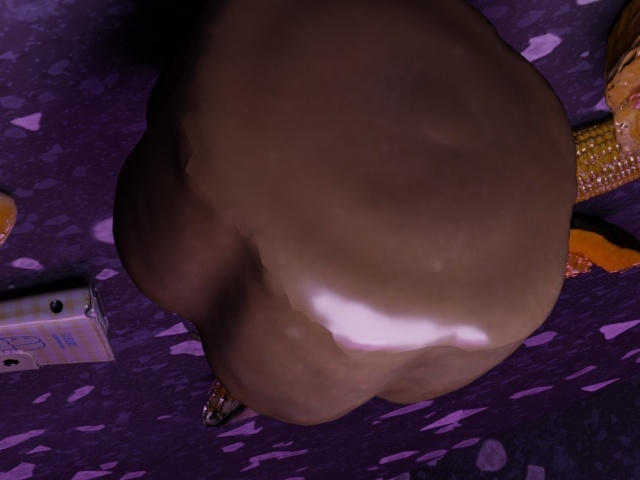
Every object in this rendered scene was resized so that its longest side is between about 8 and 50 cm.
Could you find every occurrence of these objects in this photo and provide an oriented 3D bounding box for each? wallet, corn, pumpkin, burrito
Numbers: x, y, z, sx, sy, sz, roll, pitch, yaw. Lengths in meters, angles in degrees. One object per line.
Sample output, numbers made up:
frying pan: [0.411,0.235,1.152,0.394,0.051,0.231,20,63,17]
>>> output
wallet: [-0.471,0.142,1.786,0.309,0.077,0.223,-9,160,-5]
corn: [0.415,-0.122,1.817,0.318,0.115,0.115,-20,158,3]
pumpkin: [0.443,-0.007,2.144,0.278,0.111,0.163,-16,142,0]
burrito: [-0.063,0.264,2.370,0.348,0.107,0.175,-13,142,-17]

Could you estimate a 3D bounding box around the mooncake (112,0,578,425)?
mooncake: [0.028,-0.053,1.242,0.467,0.467,0.262,-6,157,-27]

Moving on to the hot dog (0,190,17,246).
hot dog: [-0.470,0.017,1.509,0.242,0.073,0.084,-30,160,28]

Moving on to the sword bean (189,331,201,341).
sword bean: [-0.213,0.177,2.163,0.012,0.012,0.083,-22,158,10]

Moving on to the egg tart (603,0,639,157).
egg tart: [0.491,-0.252,1.509,0.339,0.153,0.351,-26,156,17]
